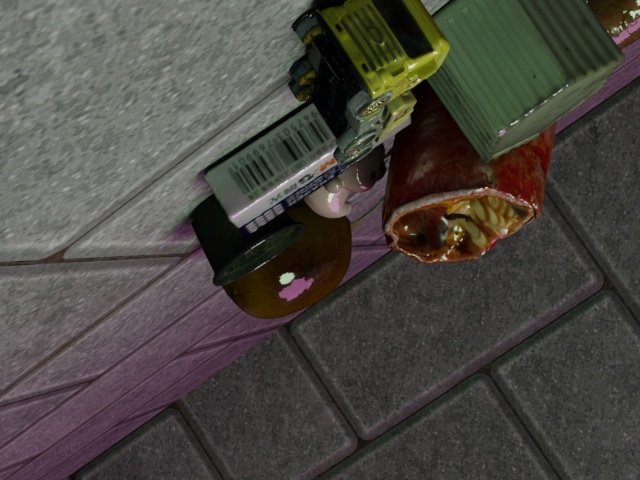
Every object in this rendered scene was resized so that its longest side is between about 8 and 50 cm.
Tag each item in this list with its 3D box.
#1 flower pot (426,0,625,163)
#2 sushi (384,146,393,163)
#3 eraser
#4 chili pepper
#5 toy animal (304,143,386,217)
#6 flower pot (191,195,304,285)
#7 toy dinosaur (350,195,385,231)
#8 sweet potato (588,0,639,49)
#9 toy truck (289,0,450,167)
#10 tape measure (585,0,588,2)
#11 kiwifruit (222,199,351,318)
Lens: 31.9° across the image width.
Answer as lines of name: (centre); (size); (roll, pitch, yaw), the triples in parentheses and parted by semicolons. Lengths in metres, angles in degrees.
flower pot: (0.261, -0.245, 1.506); (0.209, 0.190, 0.239); (-32, 172, -7)
sushi: (0.293, -0.223, 2.102); (0.296, 0.100, 0.373); (-30, 171, -27)
eraser: (-0.013, -0.123, 1.501); (0.287, 0.086, 0.130); (-34, 171, -1)
chili pepper: (0.224, -0.097, 1.684); (0.251, 0.305, 0.229); (-1, 136, 15)
toy animal: (0.057, -0.122, 1.697); (0.212, 0.124, 0.124); (-35, 173, 39)
flower pot: (-0.116, -0.019, 1.639); (0.157, 0.107, 0.157); (-32, 172, -5)
toy dinosaur: (0.000, 0.000, 2.319); (0.392, 0.092, 0.205); (-20, 161, -27)
sweet potato: (0.529, -0.406, 1.891); (0.336, 0.131, 0.131); (-35, 172, 16)
toy truck: (0.063, -0.192, 1.253); (0.157, 0.124, 0.272); (-32, 172, -9)
tape measure: (0.357, -0.343, 1.725); (0.125, 0.074, 0.118); (-36, 172, -3)
kiwifruit: (-0.053, 0.019, 1.817); (0.234, 0.196, 0.196); (-30, 171, -18)
